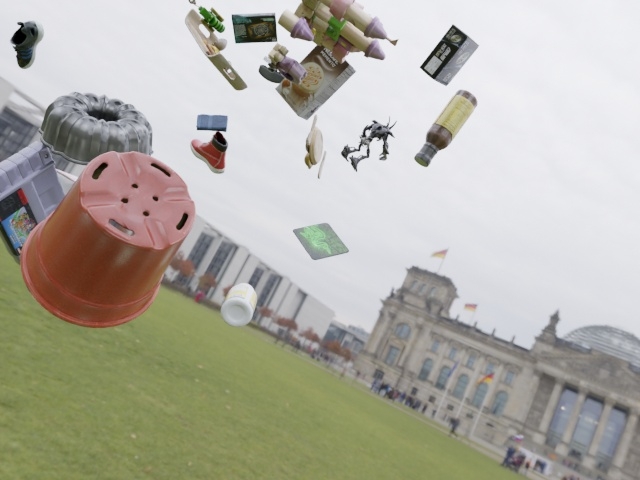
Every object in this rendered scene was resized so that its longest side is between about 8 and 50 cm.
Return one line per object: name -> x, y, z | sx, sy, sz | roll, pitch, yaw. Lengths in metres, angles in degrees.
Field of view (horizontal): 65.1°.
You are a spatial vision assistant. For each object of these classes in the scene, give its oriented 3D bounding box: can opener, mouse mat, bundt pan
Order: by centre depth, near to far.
bundt pan -> -0.671, -0.352, 1.539 | 0.331, 0.124, 0.330 | 19, 30, -11
mouse mat -> 0.000, 0.000, 1.851 | 0.189, 0.153, 0.007 | 53, -34, 43
can opener -> -0.092, -0.611, 1.895 | 0.284, 0.095, 0.076 | 21, 26, -16

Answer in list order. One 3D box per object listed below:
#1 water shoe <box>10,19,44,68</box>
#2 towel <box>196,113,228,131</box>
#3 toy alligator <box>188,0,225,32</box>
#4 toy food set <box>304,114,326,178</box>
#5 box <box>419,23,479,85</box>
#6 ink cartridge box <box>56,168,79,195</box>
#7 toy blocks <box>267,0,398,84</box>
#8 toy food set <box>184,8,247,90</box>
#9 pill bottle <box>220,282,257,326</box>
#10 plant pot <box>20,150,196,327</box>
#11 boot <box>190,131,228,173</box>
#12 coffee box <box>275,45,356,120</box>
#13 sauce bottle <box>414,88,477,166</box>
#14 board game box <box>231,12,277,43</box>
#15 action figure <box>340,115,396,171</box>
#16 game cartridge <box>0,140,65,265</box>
water shoe -> -0.977, -0.643, 1.639 | 0.203, 0.080, 0.072 | -38, -98, 38
towel -> -0.416, -0.453, 1.932 | 0.120, 0.067, 0.029 | 2, -15, 2
toy alligator -> -0.336, -0.677, 1.528 | 0.051, 0.056, 0.190 | 50, 11, 14
toy food set -> -0.025, -0.299, 1.598 | 0.039, 0.132, 0.192 | 6, -30, 15
box -> 0.463, -0.659, 1.798 | 0.077, 0.180, 0.147 | 48, 27, 18
ink cartridge box -> -0.947, -0.130, 1.861 | 0.131, 0.226, 0.306 | 28, -2, -1
toy blocks -> 0.056, -0.536, 1.322 | 0.260, 0.308, 0.288 | 36, -4, -5
toy food set -> -0.413, -0.772, 2.030 | 0.306, 0.092, 0.220 | 58, 8, 27
pill bottle -> -0.267, 0.207, 1.670 | 0.103, 0.103, 0.184 | 28, 13, -7
plant pot -> -0.383, -0.012, 0.943 | 0.273, 0.272, 0.265 | 31, -46, -21
boot -> -0.493, -0.433, 2.238 | 0.244, 0.089, 0.176 | 42, -47, 29
coffee box -> -0.017, -0.561, 1.751 | 0.141, 0.246, 0.098 | 51, 17, 10
sauce bottle -> 0.507, -0.456, 2.060 | 0.111, 0.344, 0.111 | 37, -4, 3
board game box -> -0.280, -0.910, 2.150 | 0.187, 0.026, 0.126 | -3, -37, -3
action figure -> 0.229, -0.435, 2.253 | 0.164, 0.276, 0.141 | 48, -7, 29
game cartridge -> -0.888, -0.100, 1.538 | 0.068, 0.230, 0.354 | 22, -41, 12
